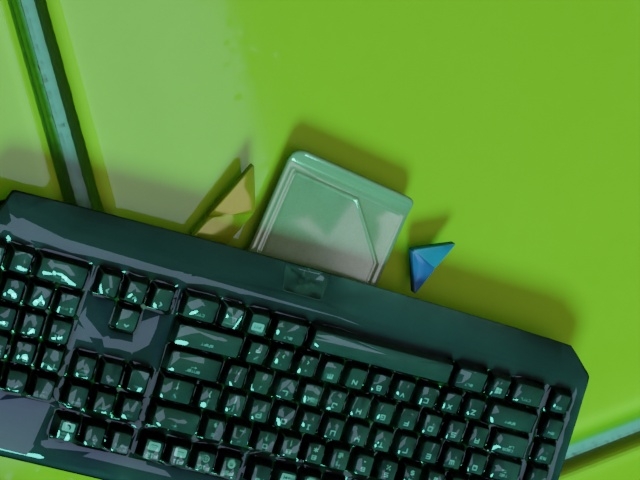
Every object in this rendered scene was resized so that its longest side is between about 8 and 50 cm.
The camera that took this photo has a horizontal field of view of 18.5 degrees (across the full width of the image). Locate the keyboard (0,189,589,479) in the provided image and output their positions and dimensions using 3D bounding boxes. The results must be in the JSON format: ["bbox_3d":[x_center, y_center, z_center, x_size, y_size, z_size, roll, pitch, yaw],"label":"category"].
[{"bbox_3d":[-0.036,0.108,0.911,0.317,0.033,0.202,16,98,-21],"label":"keyboard"}]

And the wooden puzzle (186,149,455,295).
[{"bbox_3d":[0.000,0.000,0.920,0.116,0.014,0.078,31,93,-23],"label":"wooden puzzle"}]
